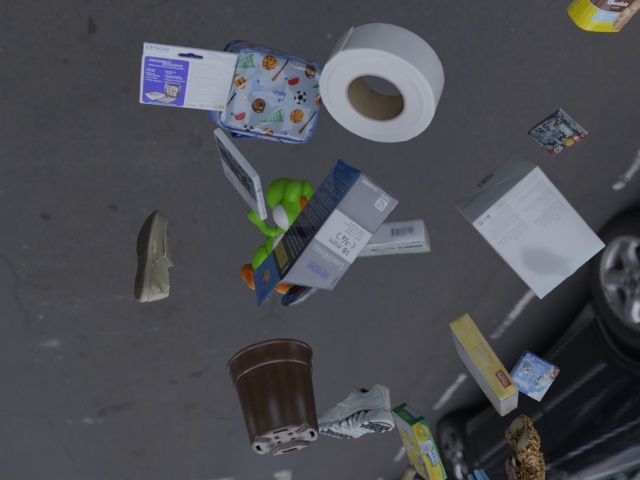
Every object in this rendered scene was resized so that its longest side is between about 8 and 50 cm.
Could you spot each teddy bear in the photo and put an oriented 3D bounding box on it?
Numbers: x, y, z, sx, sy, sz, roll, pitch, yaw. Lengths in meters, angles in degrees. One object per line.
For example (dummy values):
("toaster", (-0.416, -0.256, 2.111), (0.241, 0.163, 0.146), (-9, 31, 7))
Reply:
("teddy bear", (0.596, 0.667, 1.920), (0.113, 0.338, 0.245), (-4, 173, -2))

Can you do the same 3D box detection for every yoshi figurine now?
("yoshi figurine", (-0.118, -0.036, 2.022), (0.203, 0.203, 0.362), (-30, 144, -60))

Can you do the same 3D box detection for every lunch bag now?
("lunch bag", (-0.144, -0.377, 1.766), (0.303, 0.115, 0.243), (7, 110, -30))

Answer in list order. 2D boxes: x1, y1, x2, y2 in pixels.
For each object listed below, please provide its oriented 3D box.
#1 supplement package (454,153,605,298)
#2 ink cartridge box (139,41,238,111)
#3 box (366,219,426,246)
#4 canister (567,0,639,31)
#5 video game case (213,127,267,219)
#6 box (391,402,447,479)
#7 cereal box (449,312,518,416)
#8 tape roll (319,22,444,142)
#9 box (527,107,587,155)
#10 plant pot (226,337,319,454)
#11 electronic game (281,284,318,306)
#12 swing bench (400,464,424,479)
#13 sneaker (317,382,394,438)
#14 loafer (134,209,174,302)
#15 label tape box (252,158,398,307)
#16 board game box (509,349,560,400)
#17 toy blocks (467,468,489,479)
("supplement package", (0.503, -0.040, 1.655), (0.199, 0.198, 0.262), (-42, 103, 10))
("ink cartridge box", (-0.302, -0.381, 1.541), (0.206, 0.045, 0.208), (3, 153, -16))
("box", (0.166, 0.000, 1.779), (0.232, 0.058, 0.322), (-5, 172, 11))
("canister", (0.513, -0.438, 1.137), (0.126, 0.073, 0.170), (-9, 151, -28))
("video game case", (-0.198, -0.164, 1.683), (0.022, 0.190, 0.173), (-31, 150, -15))
("box", (0.222, 0.459, 1.497), (0.043, 0.179, 0.105), (-23, -166, -16))
("cereal box", (0.329, 0.254, 1.355), (0.047, 0.173, 0.240), (-32, 155, 0))
("tape roll", (0.143, -0.367, 1.599), (0.286, 0.100, 0.286), (17, 148, 11))
("box", (0.602, -0.274, 1.721), (0.027, 0.094, 0.137), (-50, -178, -16))
("plant pot", (-0.078, 0.294, 1.249), (0.167, 0.165, 0.167), (-11, 144, -8))
("electronic game", (-0.026, 0.107, 1.939), (0.048, 0.229, 0.229), (48, 124, -7))
("swing bench", (0.163, 0.578, 1.169), (0.165, 0.253, 0.254), (23, 122, -18))
("sneaker", (0.086, 0.459, 1.806), (0.110, 0.118, 0.292), (25, 146, -34))
("loafer", (-0.456, 0.047, 1.880), (0.092, 0.268, 0.102), (16, 158, -33))
("label tape box", (0.000, 0.000, 1.429), (0.106, 0.240, 0.333), (35, 96, -14))
("board game box", (0.488, 0.311, 1.556), (0.090, 0.020, 0.090), (28, 102, -4))
("toy blocks", (0.245, 0.412, 0.967), (0.054, 0.148, 0.123), (-12, 147, -21))
